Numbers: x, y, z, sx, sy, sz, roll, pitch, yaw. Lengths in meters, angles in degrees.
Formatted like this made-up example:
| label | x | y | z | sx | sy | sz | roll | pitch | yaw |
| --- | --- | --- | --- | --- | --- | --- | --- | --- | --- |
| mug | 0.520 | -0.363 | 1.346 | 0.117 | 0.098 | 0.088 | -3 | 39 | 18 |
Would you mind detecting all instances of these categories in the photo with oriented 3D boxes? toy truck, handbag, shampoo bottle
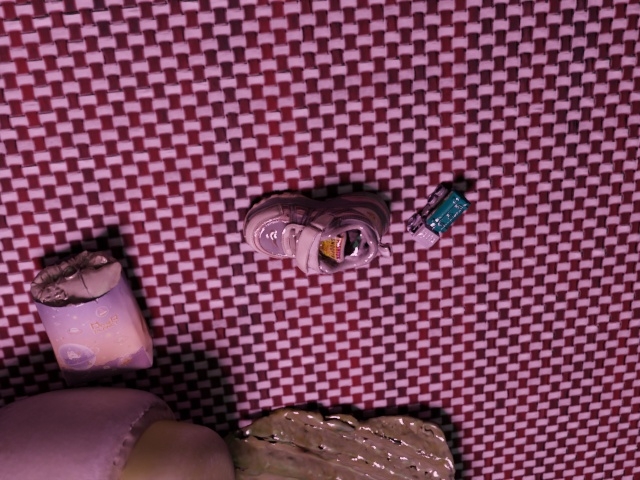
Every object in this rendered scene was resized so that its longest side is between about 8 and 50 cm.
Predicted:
| label | x | y | z | sx | sy | sz | roll | pitch | yaw |
| --- | --- | --- | --- | --- | --- | --- | --- | --- | --- |
| toy truck | 0.144 | -0.029 | 1.315 | 0.039 | 0.044 | 0.083 | 34 | 110 | -23 |
| handbag | -0.274 | 0.087 | 1.293 | 0.117 | 0.095 | 0.173 | -14 | 130 | -3 |
| shampoo bottle | -0.278 | 0.335 | 1.303 | 0.317 | 0.322 | 0.323 | 9 | 123 | 13 |

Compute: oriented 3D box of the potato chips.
| label | x | y | z | sx | sy | sz | roll | pitch | yaw |
| --- | --- | --- | --- | --- | --- | --- | --- | --- | --- |
| potato chips | 0.008 | 0.402 | 1.528 | 0.389 | 0.097 | 0.373 | -3 | 124 | -4 |

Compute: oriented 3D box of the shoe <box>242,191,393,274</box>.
| label | x | y | z | sx | sy | sz | roll | pitch | yaw |
| --- | --- | --- | --- | --- | --- | --- | --- | --- | --- |
| shoe | 0.000 | 0.000 | 1.279 | 0.180 | 0.092 | 0.089 | -3 | 123 | -8 |
